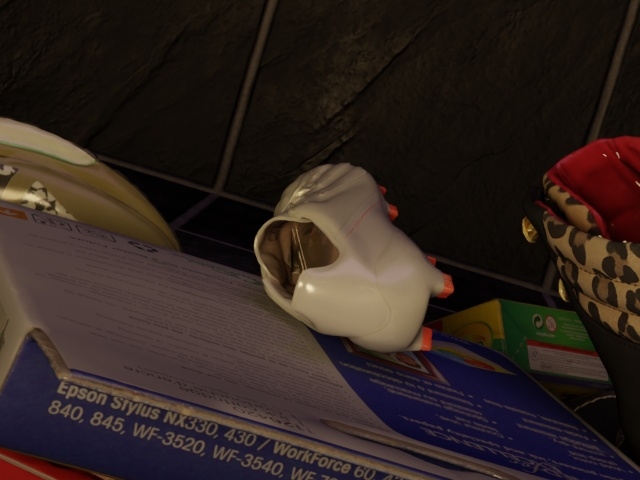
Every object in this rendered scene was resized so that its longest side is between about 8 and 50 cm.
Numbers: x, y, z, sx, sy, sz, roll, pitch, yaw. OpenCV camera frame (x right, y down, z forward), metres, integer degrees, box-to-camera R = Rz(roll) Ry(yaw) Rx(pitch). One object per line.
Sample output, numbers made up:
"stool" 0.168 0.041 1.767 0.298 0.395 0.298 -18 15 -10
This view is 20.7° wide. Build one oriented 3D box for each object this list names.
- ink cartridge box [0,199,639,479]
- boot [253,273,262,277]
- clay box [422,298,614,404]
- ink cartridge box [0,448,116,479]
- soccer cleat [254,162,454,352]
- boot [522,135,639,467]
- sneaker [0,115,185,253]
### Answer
"ink cartridge box" -0.003 0.079 0.756 0.303 0.072 0.307 19 9 -19
"boot" -0.114 0.074 1.059 0.280 0.096 0.264 8 28 -2
"clay box" 0.084 0.098 1.205 0.127 0.053 0.222 11 -25 -41
"ink cartridge box" -0.077 0.123 0.796 0.134 0.078 0.231 21 7 22
"soccer cleat" 0.000 0.000 0.838 0.076 0.068 0.196 15 11 -19
"boot" 0.195 0.077 0.956 0.138 0.284 0.377 -22 18 -4
"sneaker" -0.275 0.031 0.933 0.410 0.158 0.182 6 39 -10
